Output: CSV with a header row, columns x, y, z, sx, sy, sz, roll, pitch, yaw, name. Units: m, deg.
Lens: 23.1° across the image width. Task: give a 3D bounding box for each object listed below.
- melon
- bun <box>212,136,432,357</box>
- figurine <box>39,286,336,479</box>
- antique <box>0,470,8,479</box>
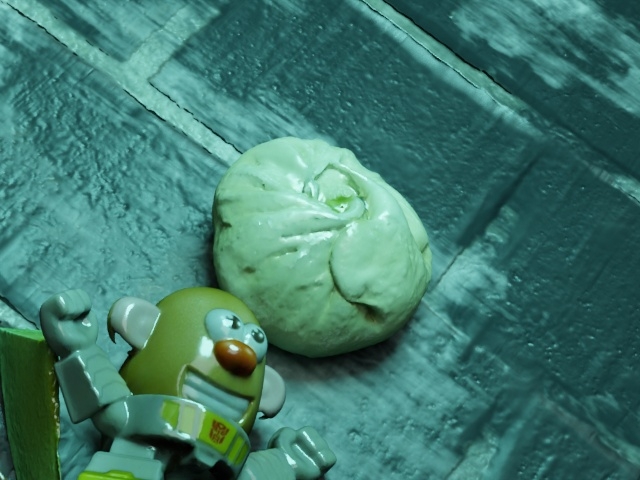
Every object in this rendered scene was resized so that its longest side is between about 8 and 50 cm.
x,y,z,sx,sy,sz,roll,pitch,yaw,name
-0.262,0.193,1.510,0.053,0.114,0.261,6,61,-32,melon
0.000,0.000,1.690,0.259,0.160,0.259,8,61,-15,bun
-0.133,0.175,1.523,0.167,0.342,0.285,-10,47,27,figurine
-0.408,0.165,1.482,0.087,0.093,0.310,-34,76,-32,antique
